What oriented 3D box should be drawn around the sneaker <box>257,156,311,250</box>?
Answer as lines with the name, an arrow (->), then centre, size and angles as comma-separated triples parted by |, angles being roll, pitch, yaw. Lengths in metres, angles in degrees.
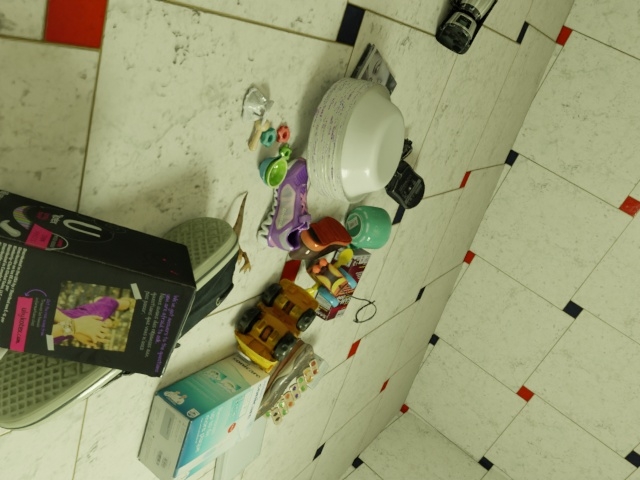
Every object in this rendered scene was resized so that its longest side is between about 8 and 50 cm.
sneaker -> -0.061, -0.075, 1.288 | 0.095, 0.105, 0.236 | -9, 124, -58

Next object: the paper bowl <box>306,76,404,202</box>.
paper bowl -> 0.097, -0.226, 1.281 | 0.284, 0.148, 0.284 | -43, 142, -47

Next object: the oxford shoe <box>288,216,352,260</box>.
oxford shoe -> 0.000, 0.000, 1.529 | 0.098, 0.097, 0.271 | -42, 164, 25

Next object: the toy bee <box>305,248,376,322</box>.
toy bee -> 0.033, 0.096, 1.517 | 0.162, 0.298, 0.195 | 49, 61, -26

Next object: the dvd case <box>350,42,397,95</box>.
dvd case -> 0.126, -0.381, 1.413 | 0.164, 0.018, 0.221 | -61, 155, 2

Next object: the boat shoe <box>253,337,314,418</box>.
boat shoe -> -0.159, 0.408, 1.609 | 0.324, 0.116, 0.123 | -48, 161, -8

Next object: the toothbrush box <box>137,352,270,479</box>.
toothbrush box -> -0.287, 0.443, 1.390 | 0.296, 0.126, 0.216 | -16, 130, -58

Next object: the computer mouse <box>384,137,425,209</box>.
computer mouse -> 0.264, -0.203, 1.814 | 0.188, 0.072, 0.272 | -55, 142, -6

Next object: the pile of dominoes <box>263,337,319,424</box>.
pile of dominoes -> -0.104, 0.439, 1.713 | 0.251, 0.040, 0.196 | -49, 123, -17

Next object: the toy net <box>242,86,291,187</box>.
toy net -> -0.098, -0.220, 1.133 | 0.122, 0.045, 0.232 | -47, 152, -26

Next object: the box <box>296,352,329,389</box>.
box -> -0.043, 0.429, 1.859 | 0.101, 0.102, 0.087 | -53, 156, -14

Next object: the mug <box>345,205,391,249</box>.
mug -> 0.132, -0.028, 1.660 | 0.097, 0.129, 0.157 | 6, 108, -38

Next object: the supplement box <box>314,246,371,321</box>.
supplement box -> 0.066, 0.136, 1.786 | 0.130, 0.073, 0.239 | -3, 120, -62

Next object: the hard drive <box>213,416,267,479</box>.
hard drive -> -0.250, 0.639, 1.768 | 0.203, 0.040, 0.307 | -29, 140, -48

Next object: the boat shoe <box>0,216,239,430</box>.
boat shoe -> -0.319, 0.145, 0.951 | 0.500, 0.187, 0.156 | -45, 145, -41

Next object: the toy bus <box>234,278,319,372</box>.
toy bus -> -0.120, 0.245, 1.491 | 0.220, 0.149, 0.211 | -49, 166, -29

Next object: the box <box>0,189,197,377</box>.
box -> -0.318, 0.055, 0.722 | 0.270, 0.165, 0.143 | 19, 103, -24

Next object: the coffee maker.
coffee maker -> 0.425, -0.633, 1.585 | 0.178, 0.120, 0.171 | -57, 156, -5

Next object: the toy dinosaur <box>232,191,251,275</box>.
toy dinosaur -> -0.190, 0.010, 1.167 | 0.064, 0.112, 0.211 | 10, 114, -49
